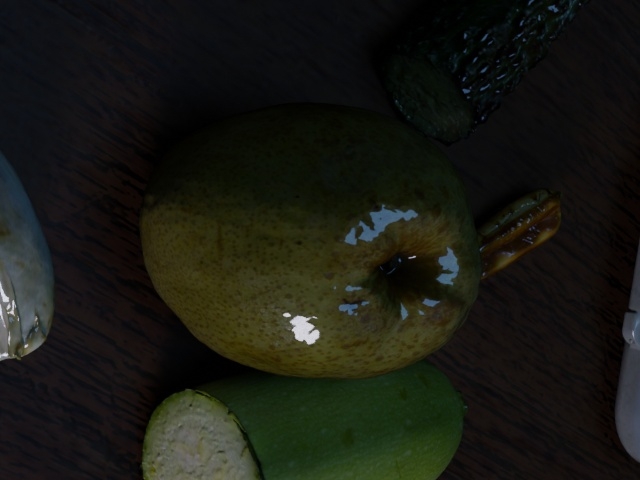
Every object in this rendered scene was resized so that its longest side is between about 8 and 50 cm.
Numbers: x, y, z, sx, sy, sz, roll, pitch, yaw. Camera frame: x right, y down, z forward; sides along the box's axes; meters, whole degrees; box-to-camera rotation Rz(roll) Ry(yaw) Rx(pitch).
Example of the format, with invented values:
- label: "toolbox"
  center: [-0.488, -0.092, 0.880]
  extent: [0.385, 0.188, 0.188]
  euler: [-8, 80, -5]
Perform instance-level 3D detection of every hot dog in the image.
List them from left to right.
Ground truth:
- label: "hot dog"
  center: [0.150, -0.006, 1.576]
  extent: [0.122, 0.037, 0.049]
  euler: [-28, 126, -29]

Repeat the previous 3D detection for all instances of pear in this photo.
- label: "pear"
  center: [0.000, 0.000, 1.325]
  extent: [0.228, 0.211, 0.188]
  euler: [6, 89, -42]

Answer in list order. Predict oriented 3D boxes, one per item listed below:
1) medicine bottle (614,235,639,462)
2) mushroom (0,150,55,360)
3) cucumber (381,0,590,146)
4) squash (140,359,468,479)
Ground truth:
- label: "medicine bottle"
  center: [0.391, 0.029, 1.730]
  extent: [0.282, 0.123, 0.375]
  euler: [8, 92, -40]
- label: "mushroom"
  center: [-0.279, -0.050, 1.156]
  extent: [0.351, 0.095, 0.123]
  euler: [44, 77, -35]
- label: "cucumber"
  center: [0.185, -0.222, 1.538]
  extent: [0.359, 0.096, 0.096]
  euler: [-48, 124, -29]
- label: "squash"
  center: [0.004, 0.148, 1.410]
  extent: [0.247, 0.132, 0.132]
  euler: [-11, 104, -41]
